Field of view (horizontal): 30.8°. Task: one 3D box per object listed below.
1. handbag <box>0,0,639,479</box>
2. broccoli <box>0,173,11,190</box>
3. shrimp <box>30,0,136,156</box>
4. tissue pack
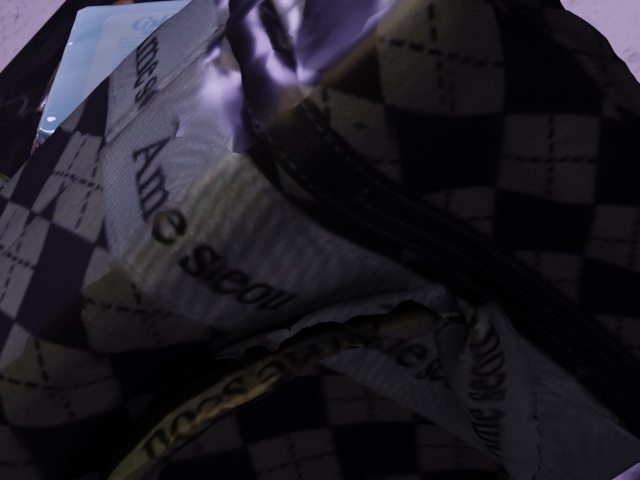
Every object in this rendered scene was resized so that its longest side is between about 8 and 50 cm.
[{"bbox_3d":[-0.007,0.083,0.496,0.416,0.316,0.180,-41,33,20],"label":"handbag"},{"bbox_3d":[-0.293,-0.032,1.104,0.198,0.177,0.275,-42,21,19],"label":"broccoli"},{"bbox_3d":[-0.292,-0.163,1.331,0.169,0.058,0.296,-28,34,45],"label":"shrimp"},{"bbox_3d":[-0.055,-0.102,0.839,0.263,0.089,0.177,-5,42,5],"label":"tissue pack"}]
